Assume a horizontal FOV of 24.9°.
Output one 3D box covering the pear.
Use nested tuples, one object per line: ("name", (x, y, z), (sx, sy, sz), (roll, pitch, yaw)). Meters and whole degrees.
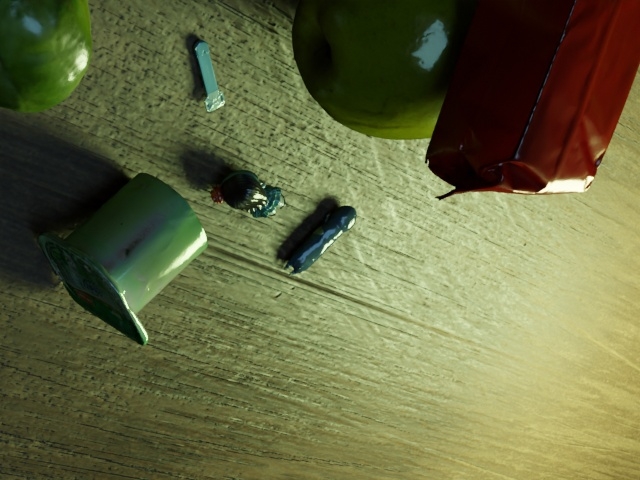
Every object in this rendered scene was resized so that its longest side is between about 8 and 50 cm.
("pear", (0.117, -0.242, 1.679), (0.307, 0.253, 0.253), (-20, 131, -27))

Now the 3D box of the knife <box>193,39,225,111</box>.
("knife", (-0.131, -0.191, 1.676), (0.027, 0.010, 0.096), (-31, 134, -21))

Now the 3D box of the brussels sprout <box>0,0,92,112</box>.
("brussels sprout", (-0.294, -0.219, 1.342), (0.161, 0.223, 0.223), (-37, 139, -9))

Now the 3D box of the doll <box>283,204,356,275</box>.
("doll", (0.000, 0.000, 1.931), (0.125, 0.027, 0.037), (-43, 139, -5))

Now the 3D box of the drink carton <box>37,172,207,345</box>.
("drink carton", (-0.217, 0.007, 1.653), (0.142, 0.146, 0.144), (-45, 141, -20))

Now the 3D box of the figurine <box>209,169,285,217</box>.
("figurine", (-0.087, -0.055, 1.796), (0.060, 0.047, 0.106), (-24, 156, 24))

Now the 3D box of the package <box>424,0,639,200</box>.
("package", (0.258, -0.229, 1.555), (0.196, 0.123, 0.424), (-3, 117, -51))
